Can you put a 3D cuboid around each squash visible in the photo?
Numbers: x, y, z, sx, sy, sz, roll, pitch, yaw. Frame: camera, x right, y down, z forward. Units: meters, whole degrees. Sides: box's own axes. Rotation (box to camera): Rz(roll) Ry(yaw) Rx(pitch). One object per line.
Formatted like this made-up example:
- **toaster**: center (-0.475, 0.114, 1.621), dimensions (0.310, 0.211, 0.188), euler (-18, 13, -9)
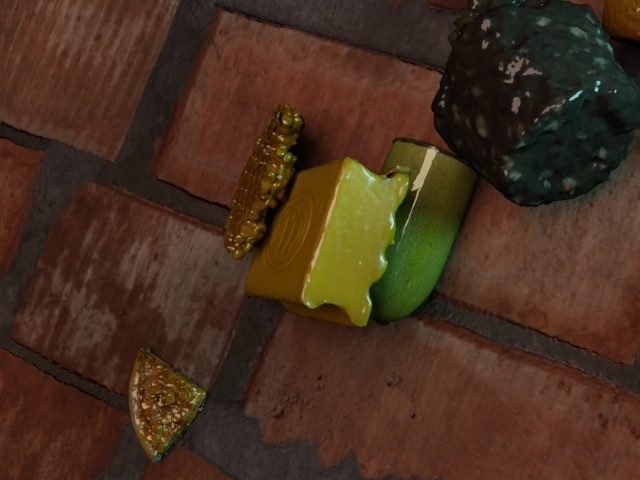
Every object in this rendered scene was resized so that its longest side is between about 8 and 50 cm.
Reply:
- **squash**: center (0.116, -0.004, 1.373), dimensions (0.132, 0.132, 0.247), euler (19, 87, 27)

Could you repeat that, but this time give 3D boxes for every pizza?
- **pizza**: center (-0.236, 0.247, 1.535), dimensions (0.131, 0.041, 0.178), euler (-2, 78, 23)

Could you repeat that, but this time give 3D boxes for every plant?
- **plant**: center (0.248, -0.211, 1.286), dimensions (0.213, 0.215, 0.312), euler (-15, 56, -22)

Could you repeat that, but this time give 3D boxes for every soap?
- **soap**: center (0.000, 0.000, 1.336), dimensions (0.096, 0.324, 0.204), euler (21, 83, -15)

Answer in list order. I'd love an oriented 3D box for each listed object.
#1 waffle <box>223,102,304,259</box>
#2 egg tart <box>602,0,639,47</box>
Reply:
- **waffle**: center (-0.084, -0.087, 1.459), dimensions (0.051, 0.228, 0.231), euler (21, 96, -15)
- **egg tart**: center (0.452, -0.316, 1.252), dimensions (0.215, 0.215, 0.171), euler (21, 103, 27)
